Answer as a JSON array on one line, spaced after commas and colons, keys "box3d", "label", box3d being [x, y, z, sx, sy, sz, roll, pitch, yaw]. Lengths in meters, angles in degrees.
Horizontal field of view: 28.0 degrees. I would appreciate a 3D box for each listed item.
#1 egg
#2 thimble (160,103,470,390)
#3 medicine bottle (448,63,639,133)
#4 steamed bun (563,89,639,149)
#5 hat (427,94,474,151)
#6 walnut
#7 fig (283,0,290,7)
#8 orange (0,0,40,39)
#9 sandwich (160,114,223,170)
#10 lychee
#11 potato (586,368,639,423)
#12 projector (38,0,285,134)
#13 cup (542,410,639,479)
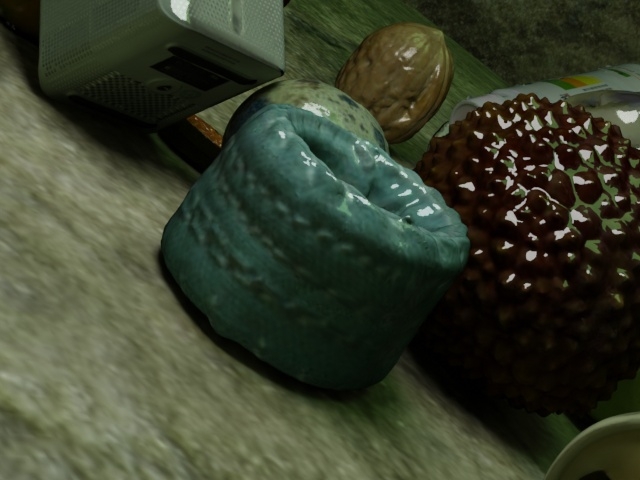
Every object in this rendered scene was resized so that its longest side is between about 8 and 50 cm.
[{"box3d": [-0.005, -0.060, 1.125, 0.182, 0.141, 0.141, 44, 8, -37], "label": "egg"}, {"box3d": [0.000, 0.000, 0.953, 0.198, 0.143, 0.235, 36, 13, 1], "label": "thimble"}, {"box3d": [0.321, -0.162, 1.713, 0.296, 0.111, 0.161, -15, 26, -24], "label": "medicine bottle"}, {"box3d": [0.349, -0.044, 1.461, 0.352, 0.247, 0.339, -11, 40, -26], "label": "steamed bun"}, {"box3d": [0.276, -0.072, 1.821, 0.258, 0.168, 0.301, 19, 32, 26], "label": "hat"}, {"box3d": [0.106, -0.220, 1.773, 0.155, 0.184, 0.155, 33, 21, -14], "label": "walnut"}, {"box3d": [-0.146, -0.420, 1.781, 0.263, 0.224, 0.224, 30, 15, 5], "label": "fig"}, {"box3d": [-0.281, -0.279, 1.298, 0.274, 0.274, 0.310, -83, 149, -73], "label": "orange"}, {"box3d": [-0.108, -0.088, 1.201, 0.135, 0.029, 0.067, 40, 10, 21], "label": "sandwich"}, {"box3d": [0.186, 0.017, 1.097, 0.267, 0.267, 0.267, 33, 15, -10], "label": "lychee"}, {"box3d": [0.340, 0.159, 1.222, 0.298, 0.141, 0.176, 33, 0, 19], "label": "potato"}, {"box3d": [-0.138, -0.236, 1.112, 0.163, 0.177, 0.242, 22, 58, -47], "label": "projector"}, {"box3d": [0.278, 0.223, 0.813, 0.202, 0.173, 0.255, 14, 25, -50], "label": "cup"}]
